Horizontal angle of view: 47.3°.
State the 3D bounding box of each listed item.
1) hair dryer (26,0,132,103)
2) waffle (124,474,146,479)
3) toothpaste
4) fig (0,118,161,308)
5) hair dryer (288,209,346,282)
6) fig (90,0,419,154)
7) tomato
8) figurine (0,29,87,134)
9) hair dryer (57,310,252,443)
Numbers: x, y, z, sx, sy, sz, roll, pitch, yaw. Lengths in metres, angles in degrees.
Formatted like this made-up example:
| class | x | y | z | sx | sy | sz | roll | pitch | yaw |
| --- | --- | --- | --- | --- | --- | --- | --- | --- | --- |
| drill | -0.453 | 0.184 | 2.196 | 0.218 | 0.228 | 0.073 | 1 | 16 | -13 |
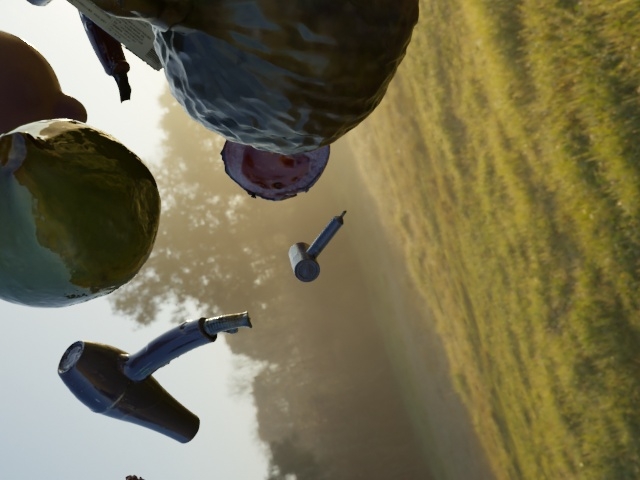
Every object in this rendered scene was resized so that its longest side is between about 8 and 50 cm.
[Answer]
| class | x | y | z | sx | sy | sz | roll | pitch | yaw |
| --- | --- | --- | --- | --- | --- | --- | --- | --- | --- |
| hair dryer | -0.435 | -0.400 | 1.345 | 0.313 | 0.123 | 0.340 | -16 | 95 | 53 |
| waffle | -0.288 | 0.408 | 1.169 | 0.029 | 0.083 | 0.075 | -50 | -10 | -48 |
| toothpaste | -0.372 | -0.404 | 1.180 | 0.337 | 0.067 | 0.081 | 36 | -163 | -44 |
| fig | -0.172 | -0.017 | 0.477 | 0.153 | 0.136 | 0.120 | 7 | 130 | 58 |
| hair dryer | 0.000 | 0.000 | 1.026 | 0.037 | 0.114 | 0.063 | 33 | -165 | -22 |
| fig | -0.085 | -0.220 | 0.672 | 0.369 | 0.286 | 0.286 | -13 | -95 | -58 |
| tomato | -0.070 | -0.191 | 1.310 | 0.112 | 0.199 | 0.227 | -62 | -16 | -62 |
| figurine | -0.366 | -0.151 | 0.794 | 0.173 | 0.173 | 0.173 | 162 | 90 | -88 |
| hair dryer | -0.254 | 0.231 | 1.319 | 0.301 | 0.361 | 0.121 | 42 | -153 | -33 |
